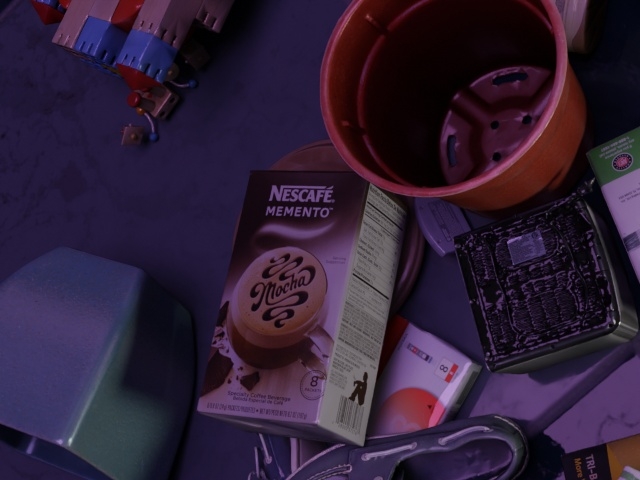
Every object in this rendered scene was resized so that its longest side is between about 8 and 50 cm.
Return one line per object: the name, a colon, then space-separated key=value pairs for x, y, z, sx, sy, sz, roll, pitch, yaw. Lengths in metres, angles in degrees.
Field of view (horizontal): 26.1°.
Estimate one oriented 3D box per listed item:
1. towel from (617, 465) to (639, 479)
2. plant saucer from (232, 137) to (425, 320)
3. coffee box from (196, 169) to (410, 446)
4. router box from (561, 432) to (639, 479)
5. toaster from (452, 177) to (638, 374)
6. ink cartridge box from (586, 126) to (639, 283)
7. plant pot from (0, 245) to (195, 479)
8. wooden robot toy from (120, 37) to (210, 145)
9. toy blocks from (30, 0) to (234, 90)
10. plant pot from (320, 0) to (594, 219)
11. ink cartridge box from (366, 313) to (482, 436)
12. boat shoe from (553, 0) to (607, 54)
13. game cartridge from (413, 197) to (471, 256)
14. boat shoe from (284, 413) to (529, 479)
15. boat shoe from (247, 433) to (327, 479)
towel: x=0.321 y=0.413 z=1.350 sx=0.248 sy=0.038 sz=0.325 roll=27 pitch=85 yaw=36
plant saucer: x=0.000 y=0.000 z=1.728 sx=0.278 sy=0.041 sz=0.278 roll=-9 pitch=73 yaw=29
coffee box: x=-0.017 y=0.075 z=1.606 sx=0.168 sy=0.119 sz=0.297 roll=1 pitch=71 yaw=31
router box: x=0.399 y=0.341 z=1.409 sx=0.243 sy=0.081 sz=0.309 roll=-21 pitch=60 yaw=22
toaster: x=0.260 y=0.047 z=1.553 sx=0.185 sy=0.110 sz=0.168 roll=-22 pitch=72 yaw=23
ink cartridge box: x=0.404 y=-0.029 z=1.505 sx=0.153 sy=0.087 sz=0.208 roll=-25 pitch=69 yaw=21
plant pot: x=-0.302 y=0.155 z=1.759 sx=0.248 sy=0.247 sz=0.252 roll=14 pitch=70 yaw=29
wooden robot toy: x=-0.233 y=-0.214 z=1.889 sx=0.173 sy=0.076 sz=0.079 roll=-53 pitch=51 yaw=9
toy blocks: x=-0.251 y=-0.334 z=1.841 sx=0.381 sy=0.191 sz=0.261 roll=23 pitch=86 yaw=43
plant pot: x=0.177 y=-0.149 z=1.541 sx=0.272 sy=0.265 sz=0.272 roll=-6 pitch=75 yaw=25
ink cartridge box: x=0.086 y=0.166 z=1.660 sx=0.179 sy=0.045 sz=0.145 roll=30 pitch=94 yaw=26
boat shoe: x=0.297 y=-0.371 z=1.621 sx=0.098 sy=0.109 sz=0.302 roll=10 pitch=91 yaw=28
game cartridge: x=0.147 y=-0.021 z=1.661 sx=0.083 sy=0.056 sz=0.017 roll=65 pitch=153 yaw=22
boat shoe: x=0.081 y=0.275 z=1.557 sx=0.319 sy=0.099 sz=0.116 roll=-19 pitch=87 yaw=4
boat shoe: x=-0.046 y=0.253 z=1.679 sx=0.079 sy=0.095 sz=0.254 roll=-23 pitch=75 yaw=23
